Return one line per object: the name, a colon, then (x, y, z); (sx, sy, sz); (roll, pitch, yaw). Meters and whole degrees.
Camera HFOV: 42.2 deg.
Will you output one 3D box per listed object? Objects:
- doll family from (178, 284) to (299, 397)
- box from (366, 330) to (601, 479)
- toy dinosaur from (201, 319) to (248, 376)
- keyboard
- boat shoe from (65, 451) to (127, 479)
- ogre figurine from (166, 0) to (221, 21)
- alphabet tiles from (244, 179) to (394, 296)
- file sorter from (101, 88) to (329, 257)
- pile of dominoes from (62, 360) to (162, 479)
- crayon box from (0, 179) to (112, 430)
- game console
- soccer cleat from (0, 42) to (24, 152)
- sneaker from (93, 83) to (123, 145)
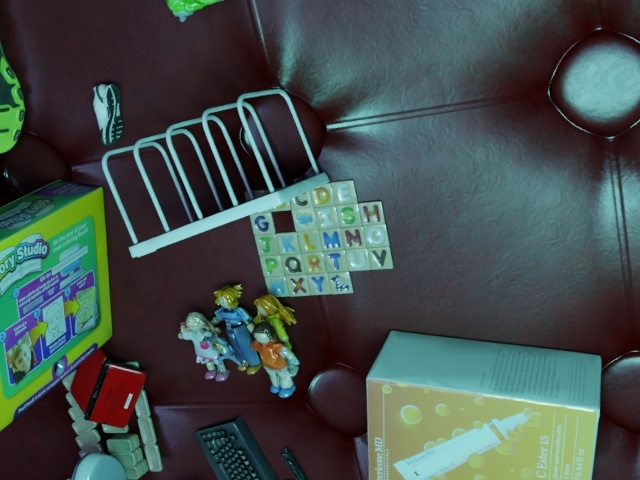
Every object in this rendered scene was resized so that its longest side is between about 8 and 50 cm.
doll family: (-0.127, 0.161, 1.465); (0.263, 0.118, 0.163); (3, 120, 38)
box: (0.261, 0.292, 1.331); (0.346, 0.168, 0.214); (5, 113, 18)
toy dinosaur: (-0.155, 0.181, 1.397); (0.047, 0.090, 0.082); (-30, 132, 33)
keyboard: (-0.102, 0.483, 1.617); (0.202, 0.033, 0.317); (-23, 103, 26)
boat shoe: (-0.475, 0.535, 1.685); (0.157, 0.135, 0.367); (13, 139, 15)
ogre figurine: (-0.216, -0.420, 1.259); (0.118, 0.097, 0.197); (-44, 108, 11)
alphabet tiles: (0.000, 0.000, 1.396); (0.237, 0.009, 0.198); (-5, 109, 22)
file sorter: (-0.168, -0.111, 1.305); (0.278, 0.193, 0.173); (-18, 96, 25)
pile of dominoes: (-0.419, 0.364, 1.691); (0.196, 0.040, 0.251); (-6, 101, 22)
crayon box: (-0.502, 0.101, 1.415); (0.106, 0.363, 0.313); (9, 113, 17)
game console: (-0.421, 0.281, 1.642); (0.124, 0.085, 0.144); (18, 113, -17)
soccer cleat: (-0.597, -0.298, 1.459); (0.121, 0.093, 0.289); (21, 126, 45)
sneaker: (-0.367, -0.218, 1.427); (0.044, 0.040, 0.109); (18, 114, 30)
